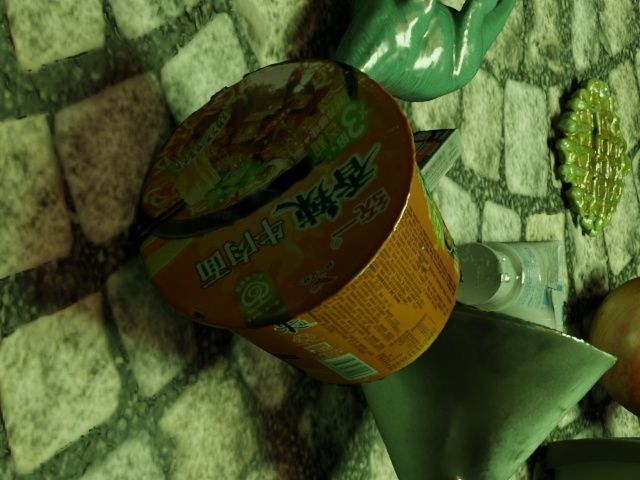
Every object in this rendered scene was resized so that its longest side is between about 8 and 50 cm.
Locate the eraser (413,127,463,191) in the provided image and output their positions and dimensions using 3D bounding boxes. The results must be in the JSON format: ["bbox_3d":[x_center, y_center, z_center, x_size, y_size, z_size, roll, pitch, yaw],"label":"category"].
[{"bbox_3d":[0.093,-0.071,1.461,0.122,0.052,0.029,-50,128,-46],"label":"eraser"}]

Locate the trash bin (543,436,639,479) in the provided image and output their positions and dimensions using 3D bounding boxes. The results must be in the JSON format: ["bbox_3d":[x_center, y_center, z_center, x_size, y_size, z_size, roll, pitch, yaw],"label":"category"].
[{"bbox_3d":[0.374,0.351,1.728,0.220,0.219,0.250,10,87,-54],"label":"trash bin"}]

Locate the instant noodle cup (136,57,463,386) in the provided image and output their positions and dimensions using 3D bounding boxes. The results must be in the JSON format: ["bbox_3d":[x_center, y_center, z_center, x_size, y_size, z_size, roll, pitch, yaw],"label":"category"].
[{"bbox_3d":[0.000,0.000,1.166,0.182,0.230,0.230,46,51,-51],"label":"instant noodle cup"}]

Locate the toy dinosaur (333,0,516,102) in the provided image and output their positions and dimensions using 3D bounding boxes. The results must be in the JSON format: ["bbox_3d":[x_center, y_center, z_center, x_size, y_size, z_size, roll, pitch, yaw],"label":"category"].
[{"bbox_3d":[0.082,-0.142,1.431,0.383,0.129,0.331,15,87,-57],"label":"toy dinosaur"}]

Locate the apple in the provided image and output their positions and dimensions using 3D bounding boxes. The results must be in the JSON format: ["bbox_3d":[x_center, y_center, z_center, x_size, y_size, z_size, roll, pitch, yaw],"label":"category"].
[{"bbox_3d":[0.429,0.133,1.828,0.209,0.209,0.164,-10,137,-56],"label":"apple"}]

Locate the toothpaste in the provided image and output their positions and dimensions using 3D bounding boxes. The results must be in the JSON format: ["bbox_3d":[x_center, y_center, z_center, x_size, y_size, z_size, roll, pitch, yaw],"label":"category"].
[{"bbox_3d":[0.220,0.045,1.646,0.299,0.073,0.114,10,79,-63],"label":"toothpaste"}]

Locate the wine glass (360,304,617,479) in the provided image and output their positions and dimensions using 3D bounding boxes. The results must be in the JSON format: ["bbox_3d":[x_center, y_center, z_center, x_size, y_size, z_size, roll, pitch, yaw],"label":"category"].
[{"bbox_3d":[0.102,0.271,1.291,0.267,0.267,0.406,25,71,-54],"label":"wine glass"}]

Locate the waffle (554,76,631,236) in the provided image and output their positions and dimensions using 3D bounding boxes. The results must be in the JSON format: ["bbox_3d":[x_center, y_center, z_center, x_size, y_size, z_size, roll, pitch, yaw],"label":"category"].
[{"bbox_3d":[0.341,-0.105,1.857,0.183,0.036,0.169,60,44,-34],"label":"waffle"}]
